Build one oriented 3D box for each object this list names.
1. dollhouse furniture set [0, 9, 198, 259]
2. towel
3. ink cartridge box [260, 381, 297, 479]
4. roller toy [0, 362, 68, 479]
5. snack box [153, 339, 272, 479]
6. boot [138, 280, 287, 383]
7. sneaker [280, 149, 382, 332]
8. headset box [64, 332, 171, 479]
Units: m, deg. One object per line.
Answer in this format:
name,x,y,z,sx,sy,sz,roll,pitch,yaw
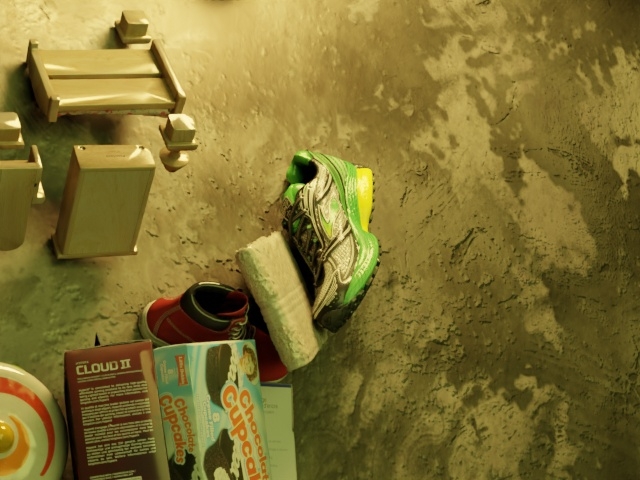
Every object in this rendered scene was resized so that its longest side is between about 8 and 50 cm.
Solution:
dollhouse furniture set,-0.359,-0.157,1.927,0.303,0.174,0.355,-3,46,-26
towel,-0.056,0.082,1.965,0.187,0.049,0.282,64,7,0
ink cartridge box,-0.168,0.347,1.870,0.303,0.072,0.307,8,67,-33
roller toy,-0.403,0.247,1.614,0.191,0.146,0.209,-3,75,-37
snack box,-0.130,0.292,1.763,0.187,0.060,0.322,4,77,-66
boot,-0.111,0.132,1.920,0.244,0.176,0.088,24,60,-30
sneaker,0.000,0.000,2.074,0.146,0.134,0.343,18,39,-19
headset box,-0.250,0.261,1.672,0.110,0.218,0.293,-6,75,-13
